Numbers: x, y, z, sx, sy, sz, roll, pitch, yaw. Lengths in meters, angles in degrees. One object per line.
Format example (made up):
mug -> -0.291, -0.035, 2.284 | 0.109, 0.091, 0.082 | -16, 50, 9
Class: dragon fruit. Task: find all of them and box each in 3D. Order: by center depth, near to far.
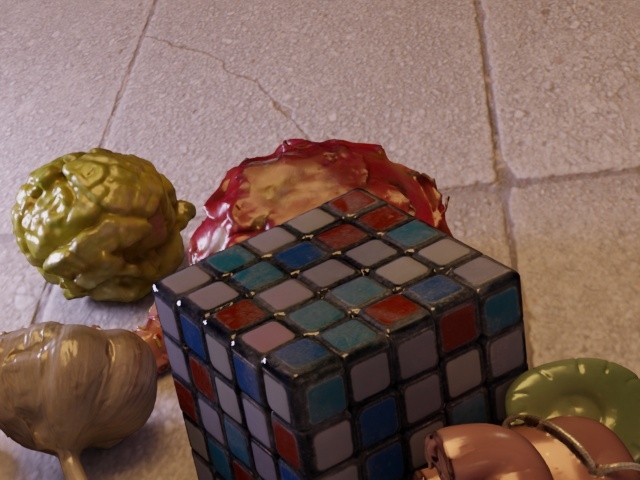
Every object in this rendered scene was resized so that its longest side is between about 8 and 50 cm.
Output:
dragon fruit -> 0.000, 0.000, 1.954 | 0.386, 0.249, 0.371 | -8, 34, 6

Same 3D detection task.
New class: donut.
donut -> -0.231, 0.131, 1.952 | 0.166, 0.065, 0.117 | -33, 36, -33

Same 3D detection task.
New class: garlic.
garlic -> -0.294, 0.209, 1.747 | 0.219, 0.218, 0.212 | -7, 63, 4

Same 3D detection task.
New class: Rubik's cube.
Rubik's cube -> 0.029, 0.155, 1.602 | 0.292, 0.293, 0.287 | -27, 33, -25

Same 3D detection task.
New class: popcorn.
popcorn -> -0.302, -0.014, 2.099 | 0.259, 0.259, 0.212 | -4, 54, 9

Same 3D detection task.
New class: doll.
doll -> 0.236, 0.247, 1.452 | 0.268, 0.216, 0.284 | -13, 63, -13
